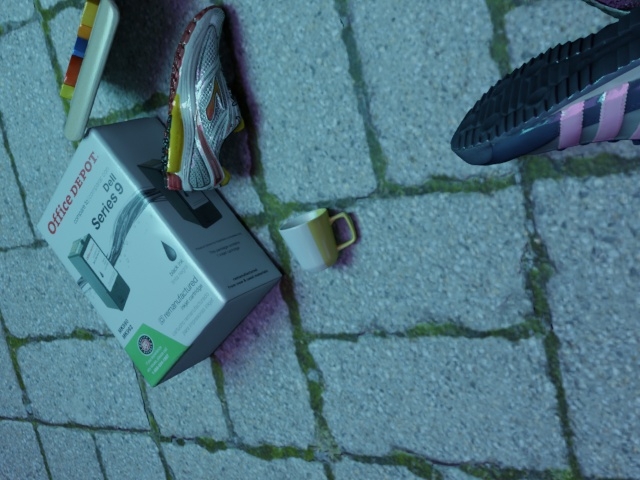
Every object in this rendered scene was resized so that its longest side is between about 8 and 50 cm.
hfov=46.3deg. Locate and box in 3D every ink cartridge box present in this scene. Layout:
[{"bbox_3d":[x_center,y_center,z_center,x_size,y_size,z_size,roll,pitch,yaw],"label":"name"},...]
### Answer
[{"bbox_3d":[-0.223,0.012,0.997,0.289,0.121,0.211,50,125,12],"label":"ink cartridge box"}]

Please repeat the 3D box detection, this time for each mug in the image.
[{"bbox_3d":[-0.004,0.002,0.883,0.078,0.062,0.064,-13,105,43],"label":"mug"}]

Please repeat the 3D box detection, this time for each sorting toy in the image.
[{"bbox_3d":[-0.292,-0.255,0.945,0.193,0.038,0.208,-60,29,32],"label":"sorting toy"}]

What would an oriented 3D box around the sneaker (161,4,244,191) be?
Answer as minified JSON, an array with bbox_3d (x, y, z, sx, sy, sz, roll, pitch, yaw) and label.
[{"bbox_3d":[-0.139,-0.170,0.915,0.088,0.092,0.225,-146,63,-72],"label":"sneaker"}]

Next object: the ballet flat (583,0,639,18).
[{"bbox_3d":[0.240,-0.227,0.646,0.173,0.049,0.057,29,120,24],"label":"ballet flat"}]

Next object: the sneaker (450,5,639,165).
[{"bbox_3d":[0.259,-0.112,0.642,0.131,0.112,0.319,41,145,-23],"label":"sneaker"}]
